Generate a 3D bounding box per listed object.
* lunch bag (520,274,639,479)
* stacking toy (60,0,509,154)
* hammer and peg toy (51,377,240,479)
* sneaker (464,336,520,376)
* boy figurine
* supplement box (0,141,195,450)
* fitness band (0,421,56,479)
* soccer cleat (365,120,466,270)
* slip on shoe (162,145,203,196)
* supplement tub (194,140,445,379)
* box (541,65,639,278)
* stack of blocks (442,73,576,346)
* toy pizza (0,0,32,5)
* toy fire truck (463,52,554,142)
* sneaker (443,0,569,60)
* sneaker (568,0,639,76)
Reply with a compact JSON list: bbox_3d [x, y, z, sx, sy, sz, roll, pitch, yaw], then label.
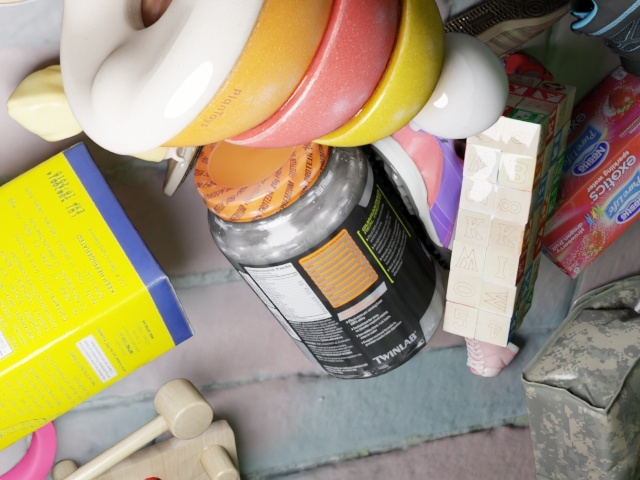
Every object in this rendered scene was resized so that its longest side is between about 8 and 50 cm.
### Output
[{"bbox_3d":[0.440,0.213,2.073,0.287,0.169,0.235,-45,138,-31],"label":"lunch bag"},{"bbox_3d":[0.004,-0.203,1.422,0.480,0.350,0.351,18,109,-36],"label":"stacking toy"},{"bbox_3d":[-0.233,0.331,1.792,0.266,0.127,0.361,-20,130,-17],"label":"hammer and peg toy"},{"bbox_3d":[0.233,0.159,2.002,0.134,0.051,0.070,32,95,-44],"label":"sneaker"},{"bbox_3d":[-0.200,-0.164,1.507,0.285,0.092,0.177,-20,96,-16],"label":"boy figurine"},{"bbox_3d":[-0.348,0.090,1.492,0.356,0.194,0.195,-30,158,-9],"label":"supplement box"},{"bbox_3d":[-0.467,0.256,1.669,0.290,0.054,0.209,3,120,-30],"label":"fitness band"},{"bbox_3d":[0.153,-0.062,1.736,0.116,0.108,0.318,-39,149,-3],"label":"soccer cleat"},{"bbox_3d":[-0.161,-0.116,1.610,0.041,0.051,0.135,28,117,2],"label":"slip on shoe"},{"bbox_3d":[0.000,0.000,1.665,0.207,0.207,0.338,-38,130,-3],"label":"supplement tub"},{"bbox_3d":[0.378,-0.093,1.875,0.257,0.122,0.128,-44,132,2],"label":"box"},{"bbox_3d":[0.235,-0.040,1.718,0.171,0.087,0.297,-42,142,-58],"label":"stack of blocks"},{"bbox_3d":[-0.315,-0.329,1.387,0.201,0.032,0.201,-15,125,-21],"label":"toy pizza"},{"bbox_3d":[0.199,-0.175,1.770,0.135,0.047,0.192,33,100,-39],"label":"toy fire truck"},{"bbox_3d":[0.227,-0.264,1.731,0.188,0.066,0.071,-21,144,-11],"label":"sneaker"},{"bbox_3d":[0.375,-0.298,1.713,0.139,0.125,0.341,-13,159,9],"label":"sneaker"}]
